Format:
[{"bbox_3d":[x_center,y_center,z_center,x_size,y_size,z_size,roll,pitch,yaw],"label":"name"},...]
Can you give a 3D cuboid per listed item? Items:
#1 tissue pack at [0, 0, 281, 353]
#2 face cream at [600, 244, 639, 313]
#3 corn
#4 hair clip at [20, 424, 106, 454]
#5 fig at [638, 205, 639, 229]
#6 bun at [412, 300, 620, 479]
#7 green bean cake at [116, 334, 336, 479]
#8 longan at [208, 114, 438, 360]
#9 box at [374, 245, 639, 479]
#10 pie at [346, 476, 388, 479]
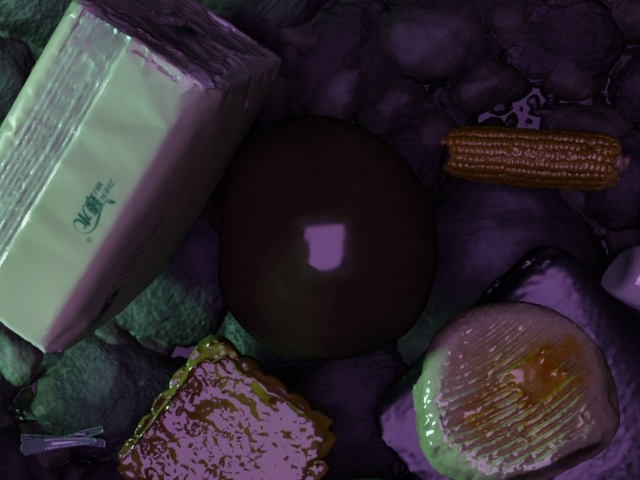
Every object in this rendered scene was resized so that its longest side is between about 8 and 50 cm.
[{"bbox_3d":[-0.241,-0.092,1.467,0.207,0.297,0.380,35,111,4],"label":"tissue pack"},{"bbox_3d":[0.518,0.098,1.550,0.346,0.102,0.102,23,96,-8],"label":"face cream"},{"bbox_3d":[0.267,-0.103,1.579,0.238,0.080,0.080,2,95,3],"label":"corn"},{"bbox_3d":[-0.341,0.267,1.666,0.115,0.039,0.030,-8,100,2],"label":"hair clip"},{"bbox_3d":[0.463,-0.027,1.582,0.125,0.089,0.088,-6,95,-22],"label":"fig"},{"bbox_3d":[0.222,0.195,1.489,0.244,0.153,0.243,-1,70,3],"label":"bun"},{"bbox_3d":[-0.116,0.261,1.607,0.224,0.131,0.229,38,93,-3],"label":"green bean cake"},{"bbox_3d":[0.003,-0.003,1.501,0.297,0.297,0.297,0,95,3],"label":"longan"},{"bbox_3d":[0.289,0.233,1.602,0.350,0.091,0.359,-43,91,5],"label":"box"},{"bbox_3d":[0.034,0.404,1.598,0.241,0.054,0.240,-12,120,-21],"label":"pie"}]
